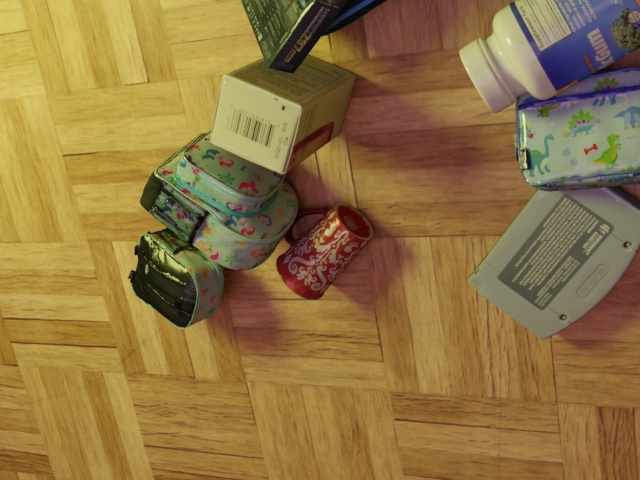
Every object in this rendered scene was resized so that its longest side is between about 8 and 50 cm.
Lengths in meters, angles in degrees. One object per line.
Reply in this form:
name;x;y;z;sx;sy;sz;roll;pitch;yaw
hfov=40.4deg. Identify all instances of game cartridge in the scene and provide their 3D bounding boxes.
game cartridge;0.407;0.021;1.468;0.198;0.062;0.297;35;122;4

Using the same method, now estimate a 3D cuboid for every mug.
mug;-0.002;0.005;1.625;0.150;0.113;0.169;44;120;0

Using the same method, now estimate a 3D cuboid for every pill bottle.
pill bottle;0.348;-0.300;1.265;0.272;0.152;0.152;-30;97;20

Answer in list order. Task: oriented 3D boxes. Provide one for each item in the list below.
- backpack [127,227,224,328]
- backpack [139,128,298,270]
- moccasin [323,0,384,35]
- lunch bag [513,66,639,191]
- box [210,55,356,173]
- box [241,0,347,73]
backpack;-0.278;0.079;1.762;0.188;0.144;0.165;40;124;33
backpack;-0.168;-0.078;1.602;0.253;0.225;0.191;41;128;0
moccasin;0.086;-0.441;1.370;0.342;0.138;0.116;-25;95;31
lunch bag;0.411;-0.169;1.333;0.219;0.090;0.176;-4;81;27
box;-0.060;-0.225;1.476;0.149;0.232;0.126;24;120;15
box;-0.052;-0.419;1.413;0.183;0.059;0.232;-49;51;38
